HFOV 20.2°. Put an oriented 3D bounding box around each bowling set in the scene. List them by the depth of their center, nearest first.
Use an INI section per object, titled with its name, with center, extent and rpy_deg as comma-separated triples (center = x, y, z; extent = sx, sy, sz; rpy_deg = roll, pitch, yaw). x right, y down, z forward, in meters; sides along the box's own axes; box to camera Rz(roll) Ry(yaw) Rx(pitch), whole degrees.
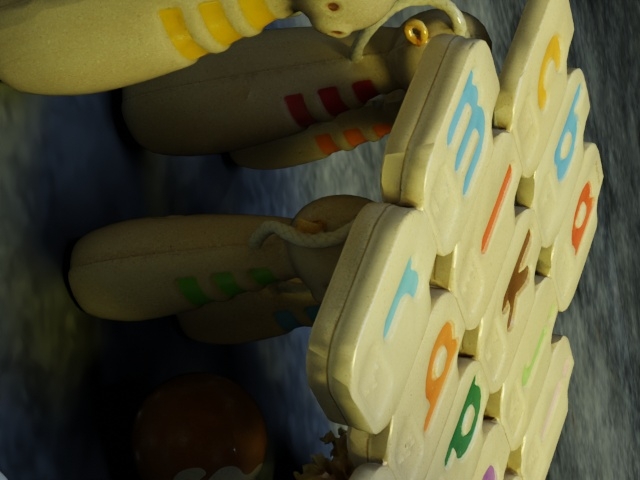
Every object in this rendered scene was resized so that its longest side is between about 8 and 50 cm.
[bowling set]
center = 0.000, 0.000, 0.709
extent = 0.287, 0.154, 0.200
rpy_deg = 9, 74, -69

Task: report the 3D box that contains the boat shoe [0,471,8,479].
[boat shoe]
center = -0.124, 0.063, 0.433
extent = 0.267, 0.088, 0.096
rpy_deg = 63, 27, -44

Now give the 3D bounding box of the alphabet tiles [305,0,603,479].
[alphabet tiles]
center = 0.056, 0.052, 0.702
extent = 0.284, 0.021, 0.278
rpy_deg = 64, 43, -57

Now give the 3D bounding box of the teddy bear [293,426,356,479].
[teddy bear]
center = 0.038, 0.244, 0.794
extent = 0.338, 0.113, 0.245
rpy_deg = -67, 142, -56
